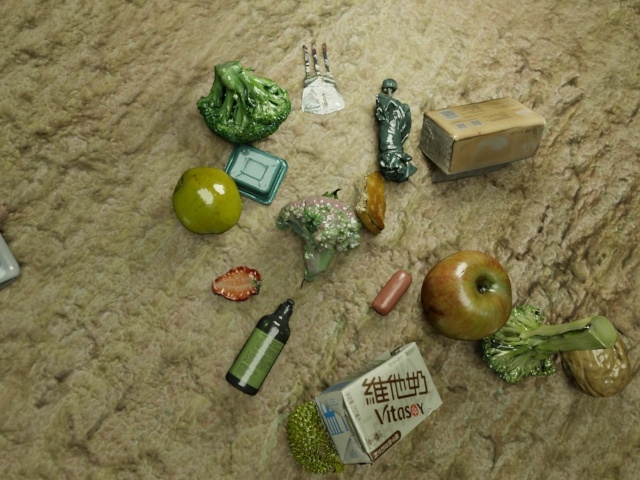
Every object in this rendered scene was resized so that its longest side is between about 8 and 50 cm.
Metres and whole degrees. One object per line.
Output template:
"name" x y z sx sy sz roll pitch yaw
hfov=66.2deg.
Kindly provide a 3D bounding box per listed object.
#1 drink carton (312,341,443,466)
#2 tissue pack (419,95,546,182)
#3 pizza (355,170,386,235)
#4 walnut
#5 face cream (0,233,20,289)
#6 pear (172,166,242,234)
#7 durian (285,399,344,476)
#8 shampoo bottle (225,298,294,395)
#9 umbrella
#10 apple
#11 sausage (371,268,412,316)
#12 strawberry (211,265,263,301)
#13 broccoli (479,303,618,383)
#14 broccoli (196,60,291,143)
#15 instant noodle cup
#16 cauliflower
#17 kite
"drink carton" 0.164 0.432 1.324 0.324 0.132 0.194 -20 83 -41
"tissue pack" 0.492 -0.296 1.535 0.305 0.238 0.239 -13 83 -11
"pizza" 0.148 -0.131 1.487 0.069 0.147 0.227 -12 65 33
"walnut" 0.819 0.351 1.471 0.198 0.198 0.245 -14 86 -10
"face cream" -0.961 -0.012 1.327 0.163 0.080 0.337 -30 86 -11
"pear" -0.320 -0.111 1.391 0.198 0.198 0.198 1 80 -8
"durian" -0.021 0.535 1.328 0.146 0.159 0.198 7 61 -44
"shampoo bottle" -0.154 0.288 1.383 0.101 0.101 0.284 31 78 -2
"umbrella" 0.232 -0.356 1.545 0.094 0.143 0.349 -11 69 35
"apple" 0.416 0.164 1.428 0.264 0.264 0.265 1 80 -8
"sausage" 0.217 0.156 1.479 0.062 0.062 0.154 40 78 0
"strawberry" -0.240 0.125 1.429 0.152 0.048 0.104 -2 88 5
"broccoli" 0.645 0.273 1.385 0.252 0.361 0.222 4 69 -46
"broccoli" -0.219 -0.403 1.428 0.261 0.269 0.242 -29 128 -10
"instant noodle cup" -0.199 -0.209 1.478 0.179 0.070 0.157 24 80 -5
"cauliflower" 0.000 0.000 1.424 0.256 0.238 0.316 2 100 -47
"kite" -0.004 -0.524 1.585 0.141 0.015 0.245 -7 83 -12
